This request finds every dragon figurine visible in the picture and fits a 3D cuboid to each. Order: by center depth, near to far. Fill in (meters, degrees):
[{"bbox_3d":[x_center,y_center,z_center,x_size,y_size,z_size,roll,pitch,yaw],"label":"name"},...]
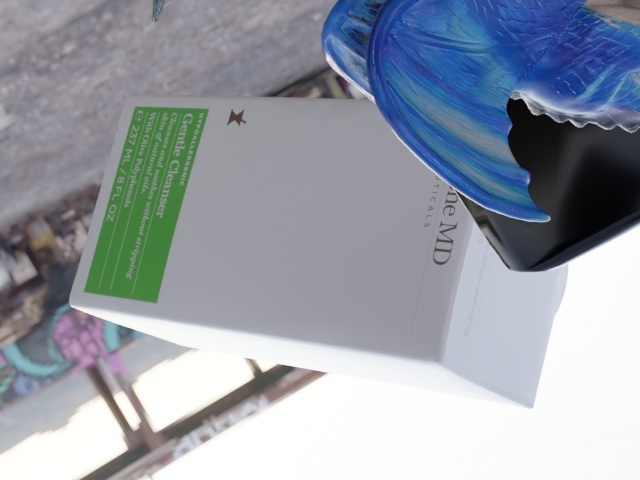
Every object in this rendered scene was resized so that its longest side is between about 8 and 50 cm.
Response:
[{"bbox_3d":[0.055,-0.063,0.437,0.144,0.289,0.085,-45,-155,2],"label":"dragon figurine"}]

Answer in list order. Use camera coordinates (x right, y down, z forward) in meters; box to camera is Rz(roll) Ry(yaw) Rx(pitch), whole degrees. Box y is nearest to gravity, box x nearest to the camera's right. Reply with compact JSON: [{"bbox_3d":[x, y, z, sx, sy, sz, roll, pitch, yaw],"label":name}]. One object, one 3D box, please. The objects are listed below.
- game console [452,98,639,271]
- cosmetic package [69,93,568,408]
[{"bbox_3d":[0.069,-0.172,0.582,0.213,0.361,0.044,-34,179,43],"label":"game console"},{"bbox_3d":[0.000,0.000,1.046,0.365,0.197,0.155,4,165,38],"label":"cosmetic package"}]
